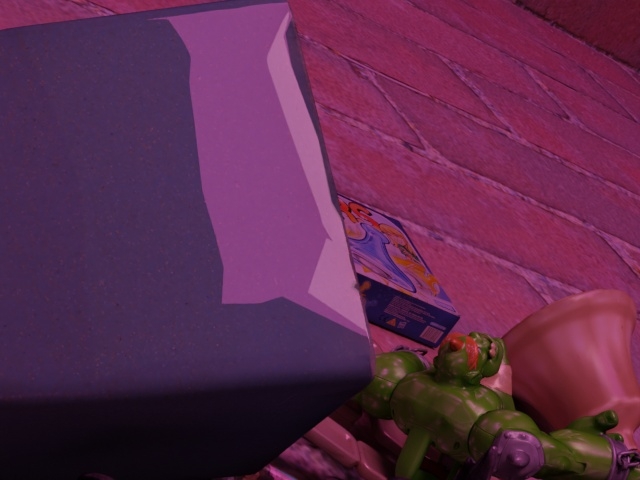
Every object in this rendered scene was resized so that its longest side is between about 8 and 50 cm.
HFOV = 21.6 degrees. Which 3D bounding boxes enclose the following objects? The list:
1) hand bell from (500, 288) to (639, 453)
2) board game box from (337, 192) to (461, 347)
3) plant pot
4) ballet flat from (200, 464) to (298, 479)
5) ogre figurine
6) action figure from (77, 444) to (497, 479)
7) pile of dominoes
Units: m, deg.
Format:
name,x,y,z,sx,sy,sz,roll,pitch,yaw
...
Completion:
name,x,y,z,sx,sy,sz,roll,pitch,yaw
hand bell,0.224,0.167,1.196,0.126,0.126,0.242,16,39,-47
board game box,0.000,0.000,1.264,0.201,0.035,0.136,23,22,-34
plant pot,-0.128,0.014,0.679,0.234,0.166,0.166,-6,71,-24
ballet flat,-0.054,0.127,0.801,0.221,0.077,0.079,36,58,-1
ogre figurine,0.096,0.106,0.991,0.118,0.097,0.197,11,28,-50
action figure,0.016,0.168,0.694,0.275,0.164,0.141,11,10,-35
pile of dominoes,0.037,0.125,1.058,0.251,0.040,0.196,38,16,-21
